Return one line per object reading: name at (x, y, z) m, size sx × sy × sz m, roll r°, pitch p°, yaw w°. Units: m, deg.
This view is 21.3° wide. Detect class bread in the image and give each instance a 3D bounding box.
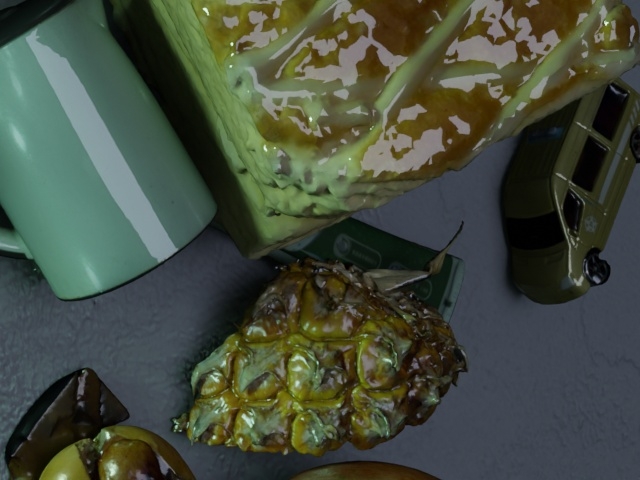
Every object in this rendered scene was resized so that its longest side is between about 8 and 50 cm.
bread at (0.029, -0.224, 1.487) m, size 0.390 × 0.279 × 0.371 m, roll -27°, pitch 93°, yaw -23°

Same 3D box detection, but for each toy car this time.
toy car at (0.271, -0.061, 1.866) m, size 0.124 × 0.101 × 0.257 m, roll 36°, pitch 65°, yaw -28°

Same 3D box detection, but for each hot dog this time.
hot dog at (-0.146, 0.278, 1.513) m, size 0.194 × 0.107 × 0.326 m, roll -49°, pitch 118°, yaw -30°

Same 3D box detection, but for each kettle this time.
kettle at (-0.235, -0.075, 1.433) m, size 0.221 × 0.161 × 0.236 m, roll -29°, pitch 109°, yaw -4°

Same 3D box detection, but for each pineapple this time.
pineapple at (0.038, 0.100, 1.599) m, size 0.334 × 0.161 × 0.158 m, roll -10°, pitch 114°, yaw -32°

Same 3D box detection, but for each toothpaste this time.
toothpaste at (0.000, 0.000, 1.672) m, size 0.392 × 0.061 × 0.099 m, roll 27°, pitch 79°, yaw -38°

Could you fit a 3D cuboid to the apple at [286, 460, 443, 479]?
apple at (0.047, 0.315, 1.571) m, size 0.253 × 0.253 × 0.253 m, roll 1°, pitch 88°, yaw -39°
